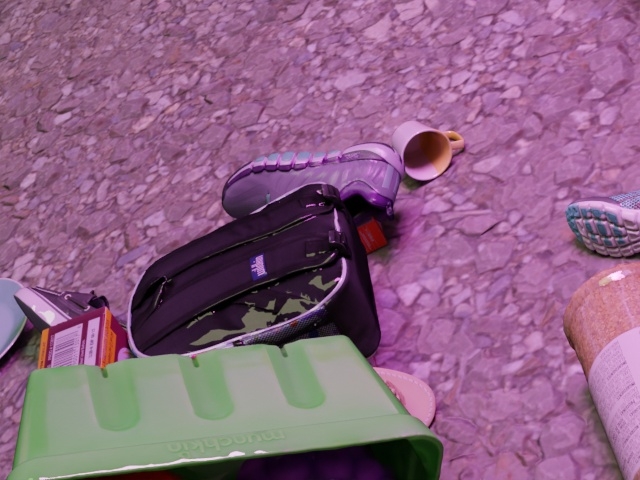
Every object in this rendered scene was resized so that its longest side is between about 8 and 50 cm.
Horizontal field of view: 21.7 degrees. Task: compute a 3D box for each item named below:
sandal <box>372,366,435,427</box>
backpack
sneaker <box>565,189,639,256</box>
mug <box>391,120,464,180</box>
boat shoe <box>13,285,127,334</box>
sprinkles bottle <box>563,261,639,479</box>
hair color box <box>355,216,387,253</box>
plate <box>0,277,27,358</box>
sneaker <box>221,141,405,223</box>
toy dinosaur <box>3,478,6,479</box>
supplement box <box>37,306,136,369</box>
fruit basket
[{"bbox_3d":[0.011,0.154,1.584,0.079,0.240,0.088,141,132,-67],"label":"sandal"},{"bbox_3d":[-0.068,0.079,1.736,0.253,0.191,0.225,-19,34,7],"label":"backpack"},{"bbox_3d":[0.330,-0.026,1.682,0.166,0.065,0.076,5,35,36],"label":"sneaker"},{"bbox_3d":[0.119,-0.106,1.929,0.062,0.078,0.064,-65,25,13],"label":"mug"},{"bbox_3d":[-0.277,0.096,1.970,0.076,0.080,0.228,-42,38,-21],"label":"boat shoe"},{"bbox_3d":[0.306,0.170,1.417,0.121,0.121,0.355,-26,37,10],"label":"sprinkles bottle"},{"bbox_3d":[0.000,0.000,1.897,0.141,0.043,0.072,-25,37,9],"label":"hair color box"},{"bbox_3d":[-0.442,0.124,2.103,0.188,0.024,0.188,-20,40,17],"label":"plate"},{"bbox_3d":[-0.017,-0.045,1.857,0.223,0.083,0.098,-13,45,24],"label":"sneaker"},{"bbox_3d":[-0.209,0.254,1.653,0.313,0.160,0.121,-32,63,36],"label":"toy dinosaur"},{"bbox_3d":[-0.213,0.175,1.738,0.080,0.188,0.104,-21,39,15],"label":"supplement box"},{"bbox_3d":[-0.078,0.288,1.392,0.392,0.283,0.392,4,42,-3],"label":"fruit basket"}]
